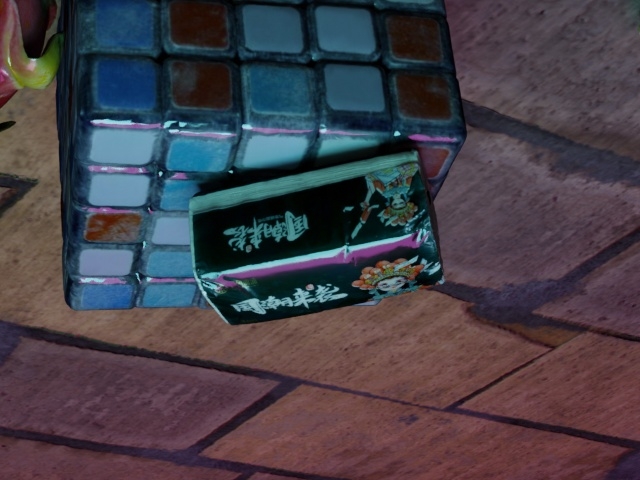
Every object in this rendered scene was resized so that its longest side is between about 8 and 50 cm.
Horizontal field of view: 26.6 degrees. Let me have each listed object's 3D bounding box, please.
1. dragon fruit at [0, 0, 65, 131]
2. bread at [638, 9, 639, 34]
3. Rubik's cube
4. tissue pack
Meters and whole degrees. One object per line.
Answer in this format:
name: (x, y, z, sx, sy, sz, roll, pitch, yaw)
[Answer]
dragon fruit: (-0.315, -0.177, 1.058, 0.227, 0.224, 0.224, -17, 156, -25)
bread: (0.404, -0.232, 1.249, 0.239, 0.074, 0.092, -22, -177, 26)
Rubik's cube: (-0.069, -0.128, 1.120, 0.291, 0.293, 0.287, 2, 149, -12)
tissue pack: (-0.001, 0.000, 0.975, 0.170, 0.091, 0.103, -11, 153, 8)
